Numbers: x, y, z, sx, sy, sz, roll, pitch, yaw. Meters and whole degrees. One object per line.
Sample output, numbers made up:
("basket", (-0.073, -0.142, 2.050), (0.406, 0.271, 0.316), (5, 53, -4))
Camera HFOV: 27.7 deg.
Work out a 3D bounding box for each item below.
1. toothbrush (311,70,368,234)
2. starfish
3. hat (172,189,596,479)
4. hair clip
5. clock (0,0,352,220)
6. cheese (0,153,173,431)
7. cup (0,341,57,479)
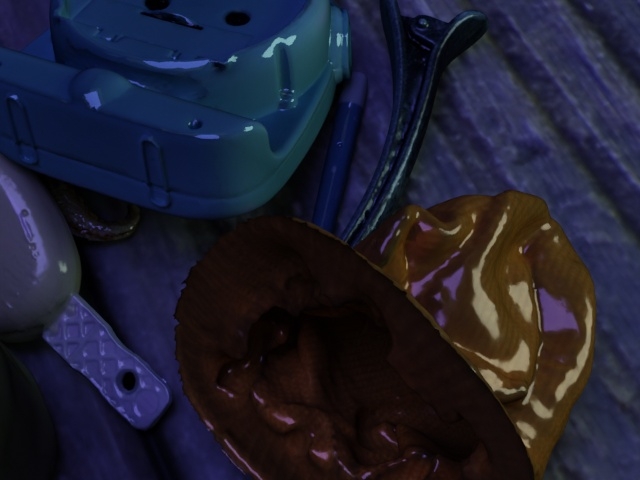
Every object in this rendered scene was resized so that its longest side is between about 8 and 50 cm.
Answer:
("toothbrush", (0.000, 0.000, 0.891), (0.019, 0.025, 0.275), (8, 62, 10))
("starfish", (-0.206, -0.077, 0.959), (0.150, 0.053, 0.209), (-37, 59, -13))
("hat", (0.079, 0.049, 0.790), (0.233, 0.244, 0.233), (-32, 100, -41))
("hair clip", (0.039, -0.054, 0.881), (0.083, 0.048, 0.275), (19, 64, 4))
("clock", (-0.093, -0.143, 0.911), (0.224, 0.094, 0.274), (17, 49, 17))
("cheese", (-0.195, 0.037, 0.889), (0.251, 0.054, 0.127), (42, 102, 17))
("cup", (-0.287, 0.081, 0.787), (0.173, 0.202, 0.255), (-38, 70, -11))
